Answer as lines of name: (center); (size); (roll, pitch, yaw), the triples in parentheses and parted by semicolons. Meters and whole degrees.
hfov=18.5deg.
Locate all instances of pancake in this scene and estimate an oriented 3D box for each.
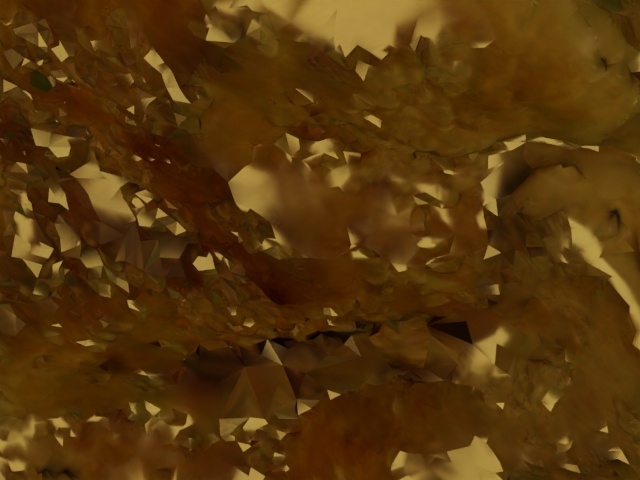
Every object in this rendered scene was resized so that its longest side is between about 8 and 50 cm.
pancake: (-0.001, -0.001, 0.598); (0.387, 0.082, 0.387); (12, 126, 17)
